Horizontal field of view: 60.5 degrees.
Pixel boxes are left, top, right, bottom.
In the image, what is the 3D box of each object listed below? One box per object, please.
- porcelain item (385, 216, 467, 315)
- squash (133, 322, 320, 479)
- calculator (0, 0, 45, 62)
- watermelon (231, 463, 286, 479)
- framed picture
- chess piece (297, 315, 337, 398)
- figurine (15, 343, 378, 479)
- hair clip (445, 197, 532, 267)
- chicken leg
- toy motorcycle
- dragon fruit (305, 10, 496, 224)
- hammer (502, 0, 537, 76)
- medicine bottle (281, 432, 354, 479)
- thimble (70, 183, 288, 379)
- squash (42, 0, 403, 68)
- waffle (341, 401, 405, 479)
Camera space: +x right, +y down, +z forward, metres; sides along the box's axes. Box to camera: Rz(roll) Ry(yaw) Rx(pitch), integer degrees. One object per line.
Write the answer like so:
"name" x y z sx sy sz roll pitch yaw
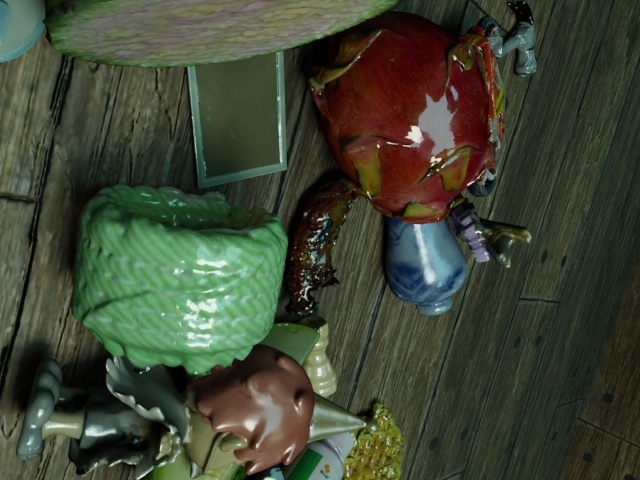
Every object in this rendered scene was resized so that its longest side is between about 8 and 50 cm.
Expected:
"porcelain item" 0.172 0.007 0.945 0.141 0.141 0.259 -32 117 -33
"squash" -0.125 0.217 0.725 0.288 0.111 0.203 -58 169 -7
"calculator" -0.343 -0.275 0.359 0.386 0.054 0.256 13 96 -49
"watermelon" -0.101 0.335 0.842 0.094 0.125 0.135 51 44 -75
"framed picture" -0.100 -0.165 0.681 0.142 0.011 0.183 -20 118 -40
"chess piece" -0.007 0.184 0.875 0.066 0.066 0.122 -19 115 -40
"figurine" -0.122 0.197 0.627 0.387 0.207 0.166 11 96 -25
"hair clip" 0.263 -0.030 0.949 0.085 0.292 0.106 -31 108 2
"chicken leg" 0.000 0.000 0.810 0.105 0.063 0.233 8 98 -54
"toy motorcycle" 0.245 -0.217 0.893 0.171 0.089 0.298 -7 100 -52
"dragon fruit" 0.113 -0.173 0.741 0.250 0.250 0.315 -14 92 -42
"hammer" 0.275 -0.298 0.992 0.427 0.044 0.152 -39 129 -28
"medicine bottle" -0.035 0.406 0.882 0.260 0.095 0.095 -44 133 -44
"thimble" -0.142 0.032 0.575 0.219 0.219 0.150 -3 109 -45
"squash" -0.098 -0.329 0.447 0.310 0.310 0.308 -20 104 -40
"waffle" 0.077 0.463 1.078 0.291 0.051 0.291 -21 120 -41
